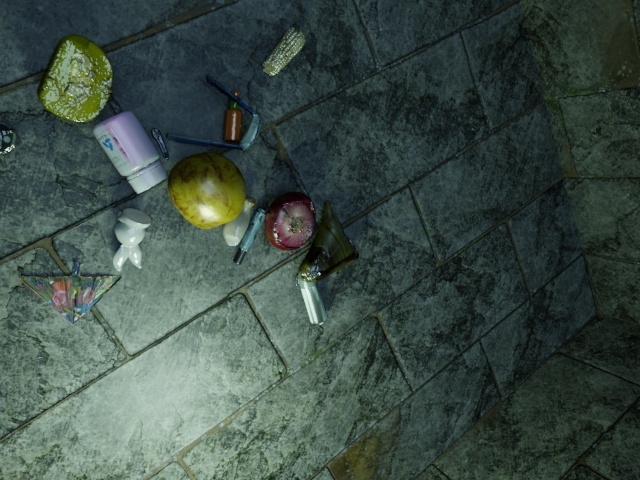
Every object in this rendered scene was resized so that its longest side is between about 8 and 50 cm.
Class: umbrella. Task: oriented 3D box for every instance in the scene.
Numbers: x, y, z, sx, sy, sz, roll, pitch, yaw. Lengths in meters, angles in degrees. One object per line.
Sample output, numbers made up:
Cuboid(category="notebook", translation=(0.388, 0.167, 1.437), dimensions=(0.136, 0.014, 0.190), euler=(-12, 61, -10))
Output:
Cuboid(category="umbrella", translation=(-0.284, -0.017, 1.764), dimensions=(0.052, 0.053, 0.251), euler=(27, 86, -27))

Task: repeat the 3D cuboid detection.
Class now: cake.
Cuboid(category="cake", translation=(-0.779, -0.514, 1.400), dimensions=(0.179, 0.156, 0.261), euler=(24, 93, -42))

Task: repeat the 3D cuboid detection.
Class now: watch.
Cuboid(category="watch", translation=(-0.376, -0.414, 1.596), dimensions=(0.274, 0.068, 0.276), euler=(34, 92, -10))

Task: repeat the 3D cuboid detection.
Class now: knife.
Cuboid(category="knife", translation=(-0.584, -0.352, 1.591), dimensions=(0.031, 0.018, 0.121), euler=(-27, 109, -27))

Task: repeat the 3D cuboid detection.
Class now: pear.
Cuboid(category="pear", translation=(-0.401, -0.180, 1.565), dimensions=(0.280, 0.280, 0.281), euler=(-4, 100, -25))

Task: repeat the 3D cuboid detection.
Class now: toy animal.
Cuboid(category="toy animal", translation=(-0.691, -0.008, 1.567), dimensions=(0.103, 0.130, 0.221), euler=(-10, 133, -56))

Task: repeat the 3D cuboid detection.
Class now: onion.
Cuboid(category="onion", translation=(-0.124, -0.082, 1.773), dimensions=(0.247, 0.161, 0.248), euler=(-8, 111, -20))

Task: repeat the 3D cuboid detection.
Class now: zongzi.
Cuboid(category="zongzi", translation=(0.000, 0.000, 1.842), dimensions=(0.286, 0.138, 0.300), euler=(-25, 100, -40))

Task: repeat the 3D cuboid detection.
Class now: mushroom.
Cuboid(category="mushroom", translation=(-0.322, -0.081, 1.713), dimensions=(0.088, 0.097, 0.213), euler=(26, 86, -15))

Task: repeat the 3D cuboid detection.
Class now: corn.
Cuboid(category="corn", translation=(-0.142, -0.739, 1.701), dimensions=(0.087, 0.087, 0.211), euler=(40, 79, -25))

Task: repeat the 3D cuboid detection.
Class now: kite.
Cuboid(category="kite", translation=(-0.880, 0.188, 1.540), dimensions=(0.320, 0.016, 0.234), euler=(2, 99, -25))

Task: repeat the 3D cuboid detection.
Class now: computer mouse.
Cuboid(category="computer mouse", translation=(-1.055, -0.306, 1.352), dimensions=(0.192, 0.062, 0.106), euler=(-30, 107, -32))

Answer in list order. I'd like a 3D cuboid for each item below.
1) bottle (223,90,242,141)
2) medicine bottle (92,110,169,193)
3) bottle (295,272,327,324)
Cuboid(category="bottle", translation=(-0.331, -0.473, 1.663), dimensions=(0.069, 0.069, 0.187), euler=(2, 99, -25))
Cuboid(category="medicine bottle", translation=(-0.646, -0.301, 1.497), dimensions=(0.152, 0.152, 0.255), euler=(-33, 111, -17))
Cuboid(category="bottle", translation=(-0.044, 0.249, 1.907), dimensions=(0.096, 0.079, 0.254), euler=(-17, 107, -9))
